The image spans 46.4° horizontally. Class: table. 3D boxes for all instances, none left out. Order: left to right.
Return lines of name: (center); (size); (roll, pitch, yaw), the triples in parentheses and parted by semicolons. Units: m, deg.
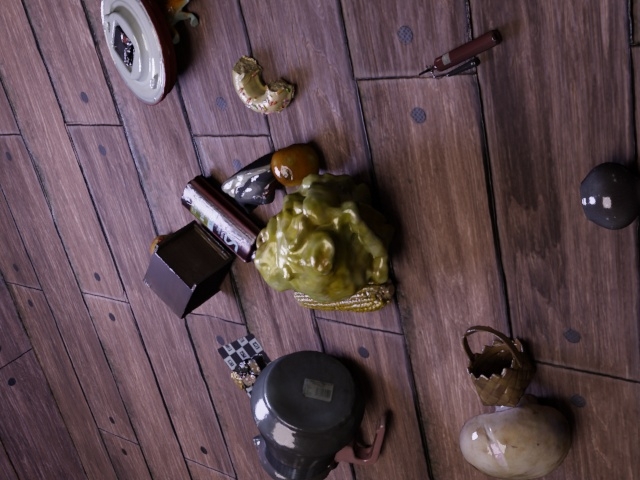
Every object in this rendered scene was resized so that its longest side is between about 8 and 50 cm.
table: (-0.373, 0.079, 2.138); (0.169, 0.172, 0.193); (43, 140, 10)

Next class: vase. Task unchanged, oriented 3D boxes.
vase: (0.549, -0.085, 1.291); (0.182, 0.120, 0.120); (-11, 109, 29)

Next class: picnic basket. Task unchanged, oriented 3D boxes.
picnic basket: (0.380, 0.256, 1.623); (0.128, 0.138, 0.179); (-17, 110, 46)

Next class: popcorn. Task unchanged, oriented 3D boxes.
popcorn: (0.015, -0.009, 1.678); (0.312, 0.312, 0.312); (21, 128, 30)

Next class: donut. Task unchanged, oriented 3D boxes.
donut: (-0.141, -0.348, 1.744); (0.166, 0.065, 0.108); (34, 134, 21)

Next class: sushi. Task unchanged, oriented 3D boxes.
sushi: (-0.232, 0.401, 2.306); (0.215, 0.050, 0.192); (-31, 94, 47)

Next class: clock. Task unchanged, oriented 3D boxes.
clock: (-0.470, -0.494, 1.876); (0.318, 0.080, 0.319); (37, 142, 36)

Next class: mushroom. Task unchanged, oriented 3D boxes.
mushroom: (0.424, 0.437, 1.658); (0.254, 0.254, 0.184); (-23, 65, 46)

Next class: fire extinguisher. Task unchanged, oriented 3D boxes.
fire extinguisher: (0.269, -0.346, 1.421); (0.049, 0.035, 0.173); (30, 148, -34)

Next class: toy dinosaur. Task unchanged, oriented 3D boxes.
toy dinosaur: (-0.362, -0.560, 1.821); (0.142, 0.057, 0.212); (52, 130, 20)

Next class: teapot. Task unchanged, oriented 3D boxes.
teapot: (-0.011, 0.507, 2.049); (0.375, 0.306, 0.362); (11, 138, 1)

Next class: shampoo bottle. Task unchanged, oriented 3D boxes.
shampoo bottle: (-0.235, -0.035, 2.010); (0.323, 0.084, 0.129); (42, 139, 11)

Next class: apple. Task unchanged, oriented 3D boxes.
apple: (-0.470, 0.023, 2.253); (0.071, 0.084, 0.084); (15, 125, 24)
apple: (-0.056, -0.174, 1.744); (0.099, 0.114, 0.102); (-14, 94, 46)

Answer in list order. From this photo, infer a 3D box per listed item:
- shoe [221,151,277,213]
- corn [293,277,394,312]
shoe: (-0.152, -0.140, 1.872); (0.227, 0.099, 0.112); (-17, 111, 49)
corn: (0.053, 0.132, 1.865); (0.319, 0.097, 0.097); (-5, 113, 44)
